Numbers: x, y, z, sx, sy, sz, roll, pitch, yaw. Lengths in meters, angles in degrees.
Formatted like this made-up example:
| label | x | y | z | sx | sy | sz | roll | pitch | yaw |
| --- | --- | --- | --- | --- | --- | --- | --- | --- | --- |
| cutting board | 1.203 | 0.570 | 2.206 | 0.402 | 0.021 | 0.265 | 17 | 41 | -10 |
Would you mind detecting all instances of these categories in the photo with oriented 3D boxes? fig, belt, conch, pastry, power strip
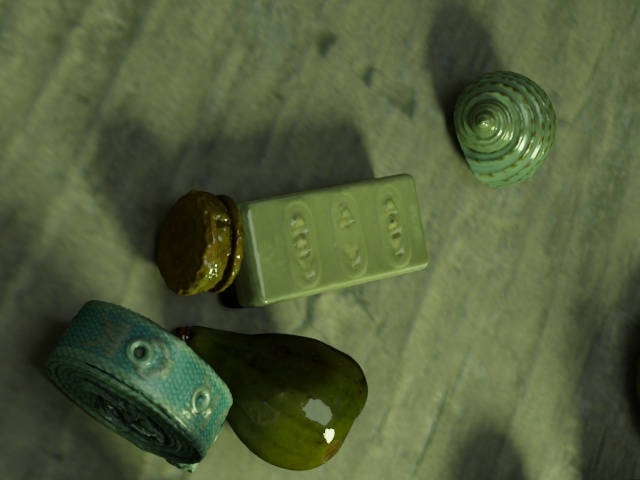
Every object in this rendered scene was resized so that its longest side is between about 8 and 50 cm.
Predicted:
| label | x | y | z | sx | sy | sz | roll | pitch | yaw |
| --- | --- | --- | --- | --- | --- | --- | --- | --- | --- |
| fig | -0.050 | 0.145 | 1.391 | 0.127 | 0.184 | 0.133 | 88 | 26 | -52 |
| belt | -0.158 | 0.129 | 1.261 | 0.163 | 0.148 | 0.082 | 30 | 65 | -3 |
| conch | 0.219 | -0.126 | 1.660 | 0.153 | 0.102 | 0.135 | 1 | 97 | -42 |
| pastry | -0.110 | 0.003 | 1.349 | 0.057 | 0.097 | 0.109 | 8 | 35 | -34 |
| power strip | 0.000 | 0.000 | 1.464 | 0.256 | 0.070 | 0.105 | -12 | 91 | -41 |

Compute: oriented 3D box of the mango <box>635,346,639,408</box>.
| label | x | y | z | sx | sy | sz | roll | pitch | yaw |
| --- | --- | --- | --- | --- | --- | --- | --- | --- | --- |
| mango | 0.454 | 0.176 | 1.814 | 0.119 | 0.100 | 0.178 | 8 | 86 | -43 |

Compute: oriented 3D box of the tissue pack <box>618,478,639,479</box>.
| label | x | y | z | sx | sy | sz | roll | pitch | yaw |
| --- | --- | --- | --- | --- | --- | --- | --- | --- | --- |
| tissue pack | 0.471 | 0.355 | 1.695 | 0.215 | 0.256 | 0.123 | 35 | 59 | -32 |
